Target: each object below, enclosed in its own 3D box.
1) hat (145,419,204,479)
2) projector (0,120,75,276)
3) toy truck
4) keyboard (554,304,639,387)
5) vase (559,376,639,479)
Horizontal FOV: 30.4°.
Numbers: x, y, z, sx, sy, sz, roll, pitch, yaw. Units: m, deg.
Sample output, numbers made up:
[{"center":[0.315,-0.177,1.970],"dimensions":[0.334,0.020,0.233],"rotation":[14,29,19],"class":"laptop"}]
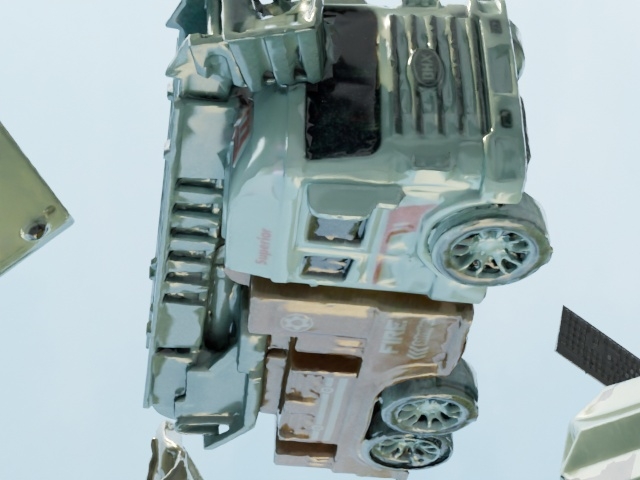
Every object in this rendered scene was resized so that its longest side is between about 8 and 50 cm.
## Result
[{"center":[-0.161,0.302,1.087],"dimensions":[0.214,0.149,0.244],"rotation":[-42,-58,-12],"class":"hat"},{"center":[-0.303,-0.045,0.765],"dimensions":[0.198,0.250,0.108],"rotation":[-37,-131,-10],"class":"projector"},{"center":[0.000,0.000,0.602],"dimensions":[0.184,0.338,0.133],"rotation":[3,-126,-5],"class":"toy truck"},{"center":[0.326,0.143,1.269],"dimensions":[0.198,0.010,0.063],"rotation":[34,-127,-21],"class":"keyboard"},{"center":[0.319,0.123,0.763],"dimensions":[0.165,0.360,0.165],"rotation":[18,-125,-27],"class":"vase"}]
